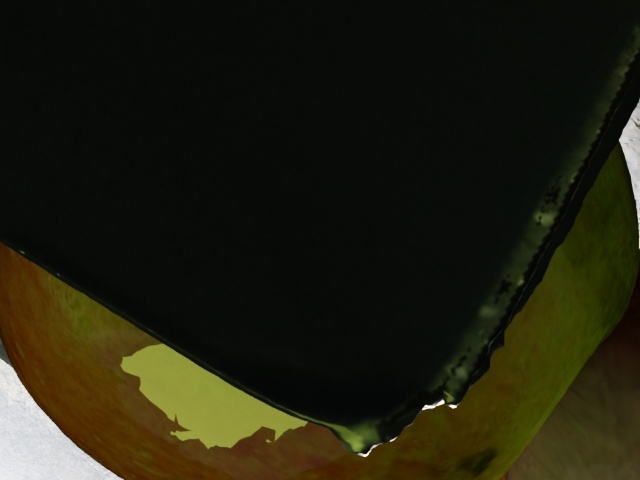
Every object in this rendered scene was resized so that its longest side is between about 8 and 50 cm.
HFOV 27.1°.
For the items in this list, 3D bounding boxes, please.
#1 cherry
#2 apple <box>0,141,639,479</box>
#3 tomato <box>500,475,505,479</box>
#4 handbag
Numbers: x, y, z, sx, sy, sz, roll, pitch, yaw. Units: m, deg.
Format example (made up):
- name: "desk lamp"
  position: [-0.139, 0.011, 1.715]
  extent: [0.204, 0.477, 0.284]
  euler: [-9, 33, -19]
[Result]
- name: "cherry"
  position: [0.236, 0.129, 0.818]
  extent: [0.239, 0.239, 0.206]
  euler: [15, -165, 40]
- name: "apple"
  position: [0.000, 0.000, 0.718]
  extent: [0.340, 0.339, 0.339]
  euler: [28, 160, 11]
- name: "tomato"
  position: [0.201, 0.207, 1.187]
  extent: [0.195, 0.136, 0.195]
  euler: [29, 160, 12]
- name: "handbag"
  position: [-0.026, -0.125, 0.501]
  extent: [0.329, 0.303, 0.122]
  euler: [28, -176, 16]
